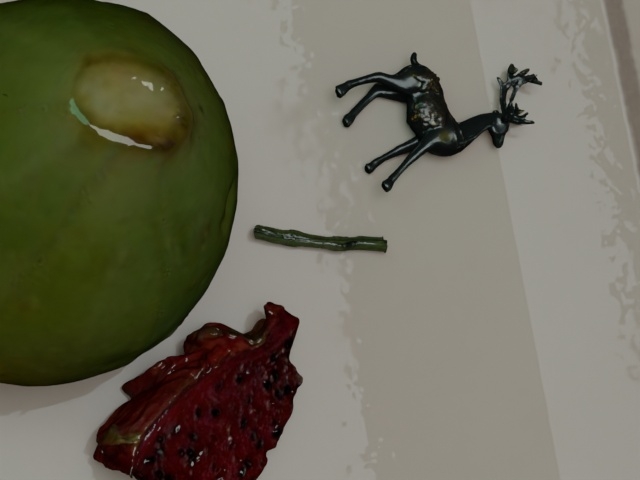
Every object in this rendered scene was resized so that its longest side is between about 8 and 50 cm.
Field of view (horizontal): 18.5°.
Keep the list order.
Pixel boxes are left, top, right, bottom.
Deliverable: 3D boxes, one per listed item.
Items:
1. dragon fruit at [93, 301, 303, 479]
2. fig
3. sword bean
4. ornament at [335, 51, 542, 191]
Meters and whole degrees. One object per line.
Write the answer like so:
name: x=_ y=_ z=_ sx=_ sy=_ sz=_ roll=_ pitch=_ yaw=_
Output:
dragon fruit: x=-0.071 y=0.085 z=1.118 sx=0.097 sy=0.063 sz=0.131 roll=39 pitch=72 yaw=-38
fig: x=-0.134 y=-0.037 z=1.029 sx=0.207 sy=0.230 sz=0.207 roll=32 pitch=35 yaw=-26
sword bean: x=0.000 y=0.000 z=1.161 sx=0.083 sy=0.012 sz=0.012 roll=5 pitch=80 yaw=-13
ornament: x=0.076 y=-0.082 z=1.185 sx=0.125 sy=0.028 sz=0.073 roll=-23 pitch=87 yaw=-14
